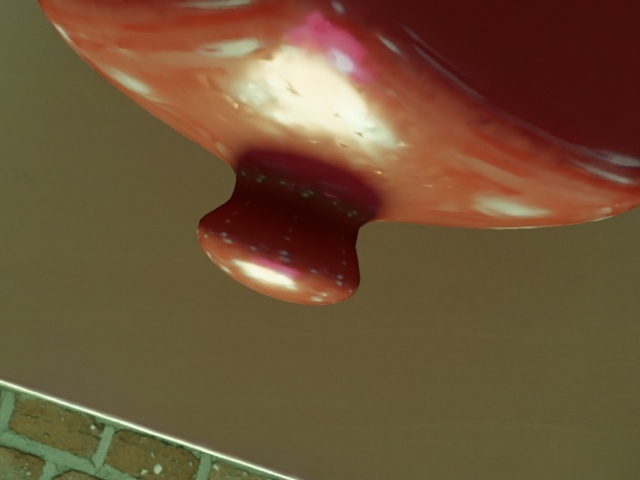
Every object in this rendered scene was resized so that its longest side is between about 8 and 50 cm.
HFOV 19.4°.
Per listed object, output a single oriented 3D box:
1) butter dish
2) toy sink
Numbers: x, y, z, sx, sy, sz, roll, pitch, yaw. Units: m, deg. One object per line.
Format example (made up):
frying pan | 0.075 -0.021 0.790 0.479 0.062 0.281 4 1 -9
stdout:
butter dish | 0.008 -0.044 0.385 0.160 0.118 0.160 25 169 -39
toy sink | 0.000 0.000 0.592 0.234 0.152 0.131 17 172 3
